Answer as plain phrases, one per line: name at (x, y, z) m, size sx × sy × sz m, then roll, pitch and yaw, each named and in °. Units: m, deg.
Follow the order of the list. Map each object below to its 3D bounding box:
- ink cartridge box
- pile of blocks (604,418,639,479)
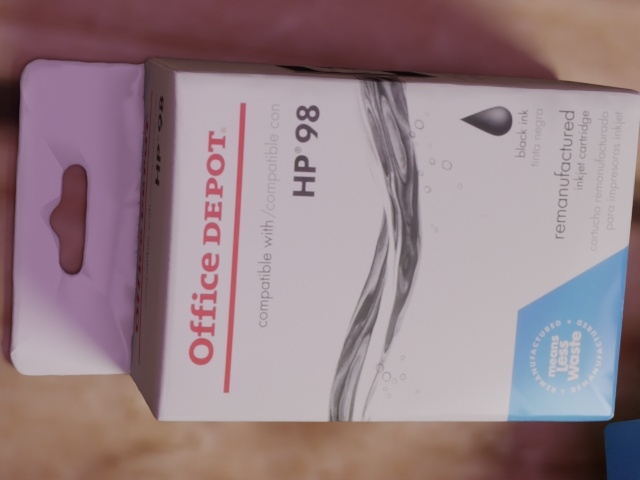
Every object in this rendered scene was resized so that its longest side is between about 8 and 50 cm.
ink cartridge box at (0.000, 0.000, 0.533) m, size 0.180 × 0.060 × 0.104 m, roll 1°, pitch 99°, yaw -15°
pile of blocks at (0.199, 0.051, 0.586) m, size 0.362 × 0.149 × 0.112 m, roll -45°, pitch 150°, yaw 5°
